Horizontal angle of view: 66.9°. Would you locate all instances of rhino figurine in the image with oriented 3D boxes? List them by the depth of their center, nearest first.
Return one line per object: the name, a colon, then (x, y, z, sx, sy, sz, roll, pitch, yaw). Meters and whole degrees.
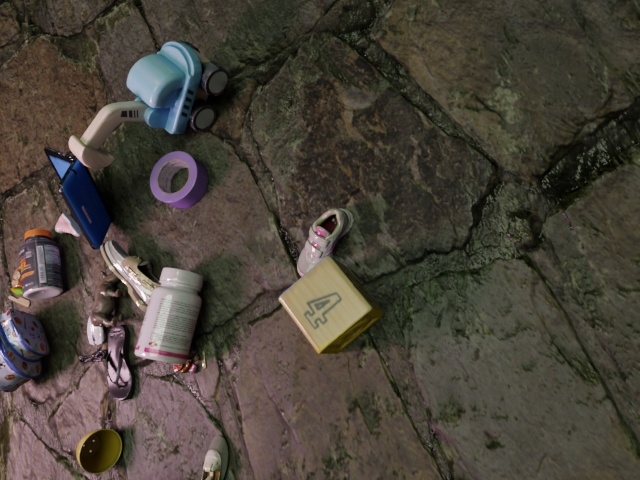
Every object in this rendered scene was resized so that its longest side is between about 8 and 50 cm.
rhino figurine: (-0.736, 0.190, 1.686, 0.107, 0.073, 0.243, -6, 62, 9)

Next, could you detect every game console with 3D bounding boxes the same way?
game console: (-0.863, -0.143, 1.679, 0.174, 0.293, 0.250, -4, 44, 3)

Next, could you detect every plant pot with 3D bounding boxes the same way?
plant pot: (-0.722, 0.665, 1.552, 0.095, 0.134, 0.134, -7, 74, 43)

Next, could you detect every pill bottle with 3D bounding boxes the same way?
pill bottle: (-0.471, 0.238, 1.539, 0.161, 0.160, 0.282, 6, 75, 20)
pill bottle: (-1.029, 0.083, 1.782, 0.131, 0.130, 0.245, -21, 71, 13)

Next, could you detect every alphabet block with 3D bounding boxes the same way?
alphabet block: (0.035, 0.187, 1.374, 0.193, 0.192, 0.197, -42, 69, 7)

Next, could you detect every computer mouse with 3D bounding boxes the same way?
computer mouse: (-0.787, 0.327, 1.689, 0.106, 0.042, 0.192, -8, 75, 17)

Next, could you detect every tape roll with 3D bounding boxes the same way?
tape roll: (-0.496, -0.212, 1.704, 0.189, 0.080, 0.188, -4, 76, 16)

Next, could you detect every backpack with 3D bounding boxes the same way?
backpack: (-1.073, 0.378, 1.673, 0.213, 0.276, 0.263, -25, 73, -3)

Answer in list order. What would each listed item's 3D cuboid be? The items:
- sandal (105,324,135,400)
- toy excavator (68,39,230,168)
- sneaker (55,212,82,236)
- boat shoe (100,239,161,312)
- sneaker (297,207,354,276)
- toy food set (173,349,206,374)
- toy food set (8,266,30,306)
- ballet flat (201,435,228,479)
sandal: (-0.688, 0.412, 1.629, 0.097, 0.054, 0.254, -19, 72, 13)
toy excavator: (-0.586, -0.458, 1.624, 0.222, 0.445, 0.432, 42, 122, 22)
sneaker: (-0.953, -0.041, 1.830, 0.134, 0.051, 0.070, 42, 94, 25)
boat shoe: (-0.631, 0.103, 1.663, 0.103, 0.113, 0.302, -42, 79, 3)
sneaker: (0.000, 0.000, 1.471, 0.103, 0.111, 0.252, 27, 87, 22)
toy food set: (-0.431, 0.396, 1.567, 0.122, 0.019, 0.077, -15, 73, 15)
toy food set: (-1.132, 0.147, 1.849, 0.133, 0.038, 0.191, 14, 82, 21)
ballet flat: (-0.320, 0.693, 1.433, 0.072, 0.068, 0.213, 2, 78, 19)
